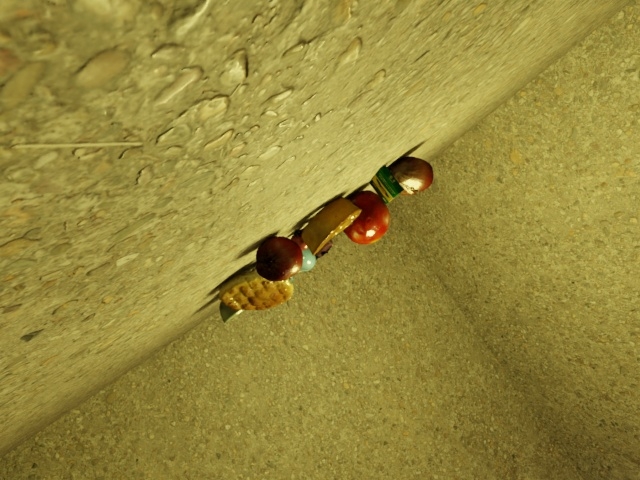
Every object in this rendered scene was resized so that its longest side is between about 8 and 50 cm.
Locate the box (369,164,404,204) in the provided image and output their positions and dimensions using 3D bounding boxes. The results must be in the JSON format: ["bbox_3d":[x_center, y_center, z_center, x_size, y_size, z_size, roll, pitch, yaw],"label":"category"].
[{"bbox_3d":[0.281,-0.235,1.749,0.034,0.132,0.235,-37,177,-7],"label":"box"}]

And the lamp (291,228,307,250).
[{"bbox_3d":[-0.079,-0.004,1.772,0.108,0.092,0.107,-23,-145,17],"label":"lamp"}]

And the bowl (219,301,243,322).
[{"bbox_3d":[-0.456,0.320,2.260,0.289,0.146,0.289,-35,176,-3],"label":"bowl"}]

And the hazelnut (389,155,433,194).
[{"bbox_3d":[0.397,-0.286,1.823,0.212,0.181,0.180,-25,-157,32],"label":"hazelnut"}]

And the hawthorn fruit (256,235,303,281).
[{"bbox_3d":[-0.137,0.065,1.440,0.169,0.169,0.188,-37,169,28],"label":"hawthorn fruit"}]

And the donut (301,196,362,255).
[{"bbox_3d":[0.037,-0.066,1.661,0.278,0.108,0.277,-42,173,-7],"label":"donut"}]

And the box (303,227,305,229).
[{"bbox_3d":[-0.095,-0.016,1.922,0.218,0.039,0.055,-37,175,43],"label":"box"}]

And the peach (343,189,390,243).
[{"bbox_3d":[0.205,-0.114,1.902,0.238,0.280,0.281,10,-164,20],"label":"peach"}]

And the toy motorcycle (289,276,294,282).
[{"bbox_3d":[-0.328,0.283,2.683,0.416,0.172,0.232,-16,-170,44],"label":"toy motorcycle"}]

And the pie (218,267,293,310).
[{"bbox_3d":[-0.287,0.230,1.841,0.340,0.083,0.339,-8,146,-6],"label":"pie"}]

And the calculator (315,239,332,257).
[{"bbox_3d":[-0.001,0.000,2.203,0.043,0.194,0.294,10,158,-19],"label":"calculator"}]

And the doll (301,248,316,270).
[{"bbox_3d":[-0.116,0.096,2.216,0.141,0.177,0.314,-59,-175,-11],"label":"doll"}]
